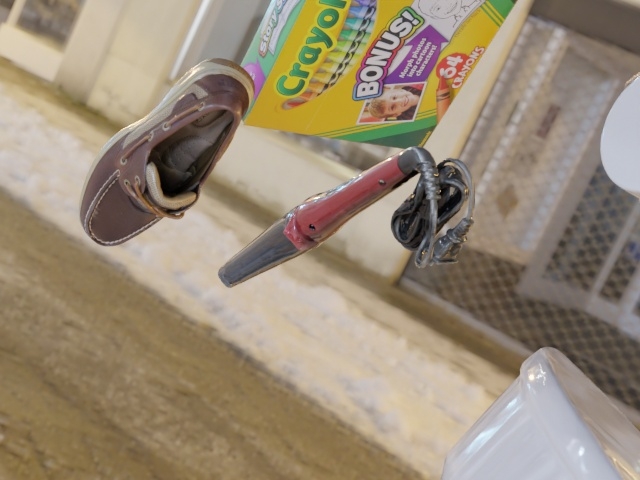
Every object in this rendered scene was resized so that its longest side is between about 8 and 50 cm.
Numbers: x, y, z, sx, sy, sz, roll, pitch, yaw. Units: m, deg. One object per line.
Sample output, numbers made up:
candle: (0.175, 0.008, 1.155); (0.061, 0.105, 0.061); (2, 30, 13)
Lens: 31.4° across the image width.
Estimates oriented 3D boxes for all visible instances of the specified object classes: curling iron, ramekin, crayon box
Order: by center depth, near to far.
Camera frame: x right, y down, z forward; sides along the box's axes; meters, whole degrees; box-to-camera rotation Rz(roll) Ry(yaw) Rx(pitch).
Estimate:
curling iron: (0.000, 0.000, 0.720); (0.035, 0.068, 0.274); (-8, -5, -36)
ramekin: (0.202, 0.219, 0.828); (0.273, 0.127, 0.273); (46, 12, -12)
crayon box: (0.083, -0.306, 1.654); (0.313, 0.363, 0.106); (5, 46, -29)

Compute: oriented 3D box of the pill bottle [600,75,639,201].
pill bottle: (0.413, -0.055, 1.089); (0.302, 0.169, 0.169); (21, 9, -32)

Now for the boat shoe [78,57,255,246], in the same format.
boat shoe: (-0.212, -0.091, 1.510); (0.123, 0.342, 0.123); (35, 31, -28)

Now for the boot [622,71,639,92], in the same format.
boot: (0.432, -0.181, 1.501); (0.037, 0.106, 0.114); (9, -21, -13)
